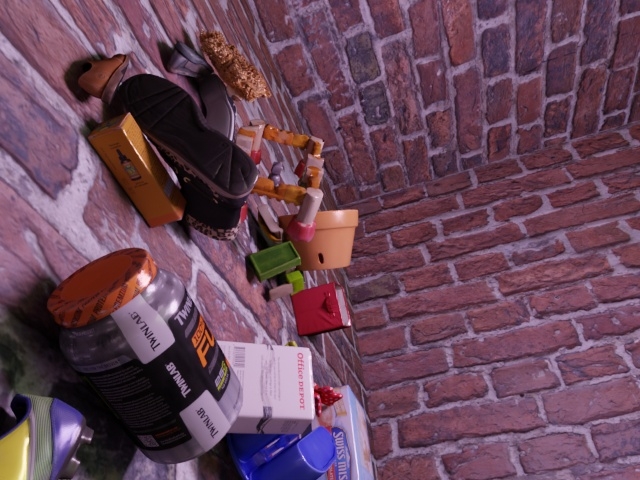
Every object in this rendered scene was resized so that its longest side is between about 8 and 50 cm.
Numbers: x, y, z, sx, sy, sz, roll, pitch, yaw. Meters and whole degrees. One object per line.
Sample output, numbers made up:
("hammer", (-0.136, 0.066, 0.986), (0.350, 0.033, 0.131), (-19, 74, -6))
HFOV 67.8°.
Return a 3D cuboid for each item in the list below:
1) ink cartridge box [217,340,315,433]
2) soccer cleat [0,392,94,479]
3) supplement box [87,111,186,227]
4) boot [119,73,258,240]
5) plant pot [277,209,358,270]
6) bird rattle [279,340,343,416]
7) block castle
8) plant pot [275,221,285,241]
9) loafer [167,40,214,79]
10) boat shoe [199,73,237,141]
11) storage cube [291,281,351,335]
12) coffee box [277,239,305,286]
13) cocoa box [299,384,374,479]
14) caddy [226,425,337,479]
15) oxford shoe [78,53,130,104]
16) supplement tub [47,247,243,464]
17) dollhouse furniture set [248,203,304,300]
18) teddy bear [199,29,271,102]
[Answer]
("ink cartridge box", (-0.143, 0.321, 1.041), (0.100, 0.238, 0.171), (114, -22, -45))
("soccer cleat", (-0.355, 0.292, 0.496), (0.121, 0.093, 0.289), (37, 30, -19))
("supplement box", (-0.371, -0.141, 0.988), (0.080, 0.078, 0.233), (-93, 165, -49))
("boot", (-0.306, -0.176, 1.106), (0.377, 0.138, 0.284), (40, -28, 8))
("plant pot", (0.000, 0.000, 1.732), (0.291, 0.291, 0.203), (-11, 95, -79))
("bird rattle", (-0.062, 0.419, 1.453), (0.254, 0.143, 0.207), (39, -20, -14))
("block castle", (-0.150, -0.192, 1.548), (0.453, 0.304, 0.212), (-89, -164, -54))
("plant pot", (-0.142, -0.017, 1.946), (0.109, 0.097, 0.108), (56, 21, -57))
("loafer", (-0.402, -0.536, 1.453), (0.096, 0.084, 0.267), (43, 8, -5))
("boat shoe", (-0.318, -0.405, 1.550), (0.091, 0.115, 0.302), (42, 34, -61))
("storage cube", (0.004, 0.291, 1.995), (0.215, 0.193, 0.183), (38, 38, -71))
("coffee box", (-0.125, 0.091, 1.832), (0.041, 0.113, 0.184), (7, 64, -48))
("cocoa box", (0.030, 0.670, 1.482), (0.231, 0.228, 0.346), (64, 15, -46))
("caddy", (-0.103, 0.511, 1.185), (0.241, 0.179, 0.341), (54, 5, 18))
("oxford shoe", (-0.440, -0.349, 0.974), (0.076, 0.076, 0.212), (23, 25, -24))
("supplement tub", (-0.266, 0.180, 0.752), (0.193, 0.194, 0.315), (-88, 159, -59))
("dollhouse furniture set", (-0.193, 0.044, 1.683), (0.301, 0.152, 0.197), (57, -19, 35))
("teddy bear", (-0.292, -0.548, 1.534), (0.338, 0.113, 0.245), (52, -4, 18))
